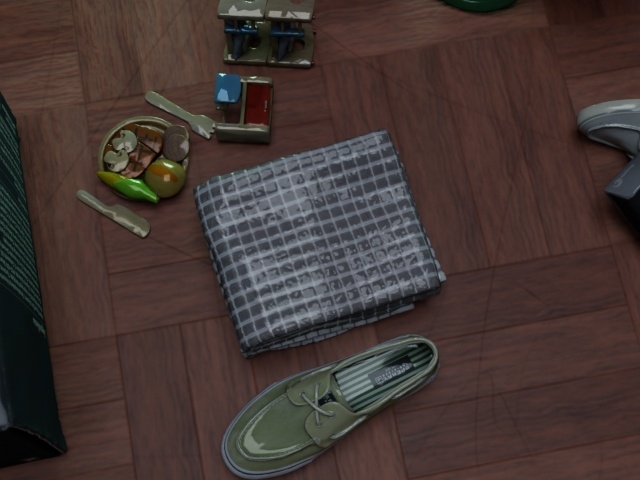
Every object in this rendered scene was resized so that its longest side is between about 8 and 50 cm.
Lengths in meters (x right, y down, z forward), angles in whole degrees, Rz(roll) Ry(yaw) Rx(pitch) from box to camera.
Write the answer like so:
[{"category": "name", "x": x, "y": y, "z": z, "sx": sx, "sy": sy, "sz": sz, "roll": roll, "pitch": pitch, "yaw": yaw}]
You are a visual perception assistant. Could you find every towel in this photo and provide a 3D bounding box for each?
[{"category": "towel", "x": 0.000, "y": 0.000, "z": 1.429, "sx": 0.283, "sy": 0.121, "sz": 0.235, "roll": -18, "pitch": 74, "yaw": -6}]

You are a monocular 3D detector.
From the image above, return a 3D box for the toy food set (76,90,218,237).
[{"category": "toy food set", "x": -0.236, "y": -0.112, "z": 1.504, "sx": 0.132, "sy": 0.038, "sz": 0.192, "roll": 28, "pitch": 74, "yaw": 8}]

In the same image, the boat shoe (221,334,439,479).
[{"category": "boat shoe", "x": 0.011, "y": 0.194, "z": 1.381, "sx": 0.302, "sy": 0.094, "sz": 0.109, "roll": -29, "pitch": 75, "yaw": -10}]

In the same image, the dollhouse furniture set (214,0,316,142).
[{"category": "dollhouse furniture set", "x": -0.073, "y": -0.241, "z": 1.496, "sx": 0.129, "sy": 0.129, "sz": 0.184, "roll": 3, "pitch": 69, "yaw": 0}]

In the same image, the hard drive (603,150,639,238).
[{"category": "hard drive", "x": 0.515, "y": -0.087, "z": 1.449, "sx": 0.254, "sy": 0.054, "sz": 0.172, "roll": -40, "pitch": 101, "yaw": -1}]

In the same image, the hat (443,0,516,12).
[{"category": "hat", "x": 0.223, "y": -0.457, "z": 1.598, "sx": 0.208, "sy": 0.173, "sz": 0.183, "roll": 49, "pitch": 34, "yaw": -24}]

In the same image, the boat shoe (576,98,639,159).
[{"category": "boat shoe", "x": 0.458, "y": -0.134, "z": 1.499, "sx": 0.227, "sy": 0.079, "sz": 0.081, "roll": 6, "pitch": 68, "yaw": -2}]

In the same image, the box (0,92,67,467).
[{"category": "box", "x": -0.592, "y": 0.059, "z": 1.317, "sx": 0.479, "sy": 0.297, "sz": 0.472, "roll": -12, "pitch": 75, "yaw": -4}]
